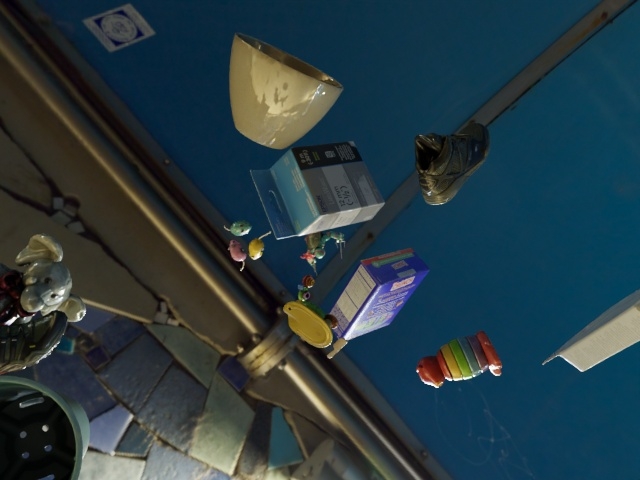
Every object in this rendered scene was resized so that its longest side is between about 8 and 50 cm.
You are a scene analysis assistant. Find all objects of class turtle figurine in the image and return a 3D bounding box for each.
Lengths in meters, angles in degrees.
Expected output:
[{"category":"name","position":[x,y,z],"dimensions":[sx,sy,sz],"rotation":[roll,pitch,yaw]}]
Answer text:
[{"category":"turtle figurine","position":[0.000,0.000,1.554],"dimensions":[0.175,0.234,0.118],"rotation":[-28,-42,23]}]

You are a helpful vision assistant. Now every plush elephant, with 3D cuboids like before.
[{"category":"plush elephant","position":[-0.731,0.137,1.018],"dimensions":[0.255,0.330,0.272],"rotation":[-18,-65,-1]}]

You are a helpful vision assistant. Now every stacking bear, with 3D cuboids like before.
[{"category":"stacking bear","position":[0.509,0.464,1.591],"dimensions":[0.288,0.164,0.175],"rotation":[-22,-36,8]}]

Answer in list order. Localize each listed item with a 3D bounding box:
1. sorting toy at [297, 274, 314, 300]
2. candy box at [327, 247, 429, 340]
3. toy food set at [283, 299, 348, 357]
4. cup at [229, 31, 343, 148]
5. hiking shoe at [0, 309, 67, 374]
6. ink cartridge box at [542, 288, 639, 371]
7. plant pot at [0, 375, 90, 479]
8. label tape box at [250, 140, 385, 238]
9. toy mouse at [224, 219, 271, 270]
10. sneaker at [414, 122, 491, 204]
[{"category":"sorting toy","position":[-0.049,0.179,1.565],"dimensions":[0.042,0.061,0.102],"rotation":[11,-92,41]},{"category":"candy box","position":[0.197,0.192,1.482],"dimensions":[0.122,0.268,0.317],"rotation":[53,-47,29]},{"category":"toy food set","position":[-0.010,0.252,1.282],"dimensions":[0.217,0.071,0.128],"rotation":[36,-49,12]},{"category":"cup","position":[-0.132,-0.411,1.223],"dimensions":[0.331,0.331,0.237],"rotation":[35,-65,12]},{"category":"hiking shoe","position":[-0.608,0.197,0.799],"dimensions":[0.086,0.226,0.114],"rotation":[29,-35,40]},{"category":"ink cartridge box","position":[0.725,0.177,0.978],"dimensions":[0.071,0.324,0.330],"rotation":[52,-26,27]},{"category":"plant pot","position":[-0.695,0.481,0.953],"dimensions":[0.341,0.341,0.334],"rotation":[47,-23,-1]},{"category":"label tape box","position":[-0.008,-0.164,1.299],"dimensions":[0.249,0.347,0.115],"rotation":[67,-31,19]},{"category":"toy mouse","position":[-0.215,0.002,1.110],"dimensions":[0.143,0.031,0.161],"rotation":[37,-57,18]},{"category":"sneaker","position":[0.270,-0.192,0.858],"dimensions":[0.087,0.227,0.130],"rotation":[19,-31,49]}]
